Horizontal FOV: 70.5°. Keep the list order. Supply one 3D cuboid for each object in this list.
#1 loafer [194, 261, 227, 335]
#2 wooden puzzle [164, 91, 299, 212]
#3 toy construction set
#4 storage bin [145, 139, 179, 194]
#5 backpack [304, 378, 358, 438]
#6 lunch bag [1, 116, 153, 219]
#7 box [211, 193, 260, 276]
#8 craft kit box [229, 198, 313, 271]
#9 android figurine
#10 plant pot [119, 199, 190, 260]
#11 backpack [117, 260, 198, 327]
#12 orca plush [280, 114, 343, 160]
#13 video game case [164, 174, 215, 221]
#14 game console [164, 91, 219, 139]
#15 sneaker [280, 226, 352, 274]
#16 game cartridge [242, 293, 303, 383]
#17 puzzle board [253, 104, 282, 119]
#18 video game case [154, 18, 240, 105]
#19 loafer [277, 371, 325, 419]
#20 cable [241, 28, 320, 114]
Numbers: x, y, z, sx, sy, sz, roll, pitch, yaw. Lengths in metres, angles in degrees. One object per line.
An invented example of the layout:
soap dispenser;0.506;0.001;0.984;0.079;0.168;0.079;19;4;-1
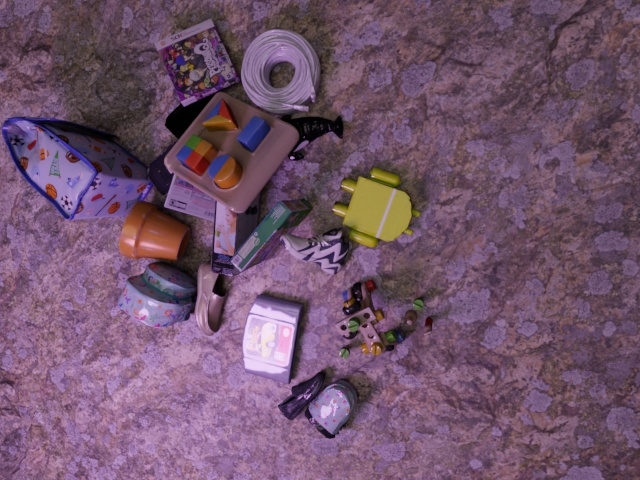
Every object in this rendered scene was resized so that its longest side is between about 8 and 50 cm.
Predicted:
loafer;-0.383;0.210;1.609;0.092;0.102;0.269;0;96;20
wooden puzzle;-0.289;-0.295;1.407;0.347;0.080;0.322;32;80;22
toy construction set;0.186;0.264;1.398;0.308;0.237;0.258;-3;96;14
storage bin;-0.506;-0.255;1.595;0.180;0.084;0.122;-37;87;16
backpack;0.047;0.566;1.534;0.152;0.115;0.182;39;102;10
lunch bag;-0.821;-0.270;1.548;0.385;0.328;0.239;38;101;11
box;-0.280;-0.042;1.513;0.087;0.169;0.290;10;104;14
craft kit box;-0.150;-0.024;1.447;0.061;0.246;0.250;43;105;3
android figurine;0.180;-0.101;1.450;0.272;0.056;0.248;20;101;12
plant pot;-0.570;-0.016;1.594;0.187;0.205;0.205;18;101;-5
backpack;-0.558;0.191;1.573;0.225;0.253;0.191;30;103;10
orca plush;-0.072;-0.336;1.462;0.287;0.102;0.151;2;97;14
video game case;-0.401;-0.175;1.552;0.212;0.023;0.193;17;103;-22
game console;-0.329;-0.349;1.524;0.361;0.044;0.213;42;82;2
sneaker;0.000;0.000;1.449;0.235;0.094;0.153;31;107;-19
game cartridge;-0.177;0.346;1.599;0.196;0.060;0.294;11;99;17
puzzle board;-0.194;-0.419;1.532;0.128;0.011;0.096;-43;85;16
video game case;-0.410;-0.594;1.510;0.210;0.042;0.232;-24;85;-3
loafer;-0.067;0.534;1.579;0.078;0.076;0.223;39;108;-1
cable;-0.124;-0.538;1.456;0.257;0.089;0.257;5;95;12
